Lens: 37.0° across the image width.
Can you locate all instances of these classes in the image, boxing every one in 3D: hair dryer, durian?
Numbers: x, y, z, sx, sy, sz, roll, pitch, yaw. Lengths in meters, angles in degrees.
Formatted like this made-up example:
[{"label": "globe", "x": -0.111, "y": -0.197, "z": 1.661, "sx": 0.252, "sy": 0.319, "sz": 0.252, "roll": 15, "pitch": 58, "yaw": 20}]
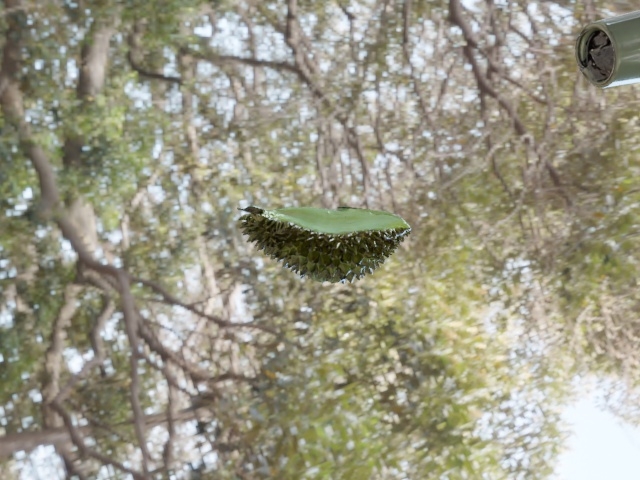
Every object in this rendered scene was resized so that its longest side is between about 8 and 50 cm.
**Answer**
[{"label": "hair dryer", "x": 0.351, "y": -0.124, "z": 0.867, "sx": 0.119, "sy": 0.296, "sz": 0.298, "roll": 39, "pitch": -62, "yaw": 61}, {"label": "durian", "x": -0.002, "y": 0.010, "z": 1.230, "sx": 0.137, "sy": 0.220, "sz": 0.095, "roll": 106, "pitch": -7, "yaw": -68}]
